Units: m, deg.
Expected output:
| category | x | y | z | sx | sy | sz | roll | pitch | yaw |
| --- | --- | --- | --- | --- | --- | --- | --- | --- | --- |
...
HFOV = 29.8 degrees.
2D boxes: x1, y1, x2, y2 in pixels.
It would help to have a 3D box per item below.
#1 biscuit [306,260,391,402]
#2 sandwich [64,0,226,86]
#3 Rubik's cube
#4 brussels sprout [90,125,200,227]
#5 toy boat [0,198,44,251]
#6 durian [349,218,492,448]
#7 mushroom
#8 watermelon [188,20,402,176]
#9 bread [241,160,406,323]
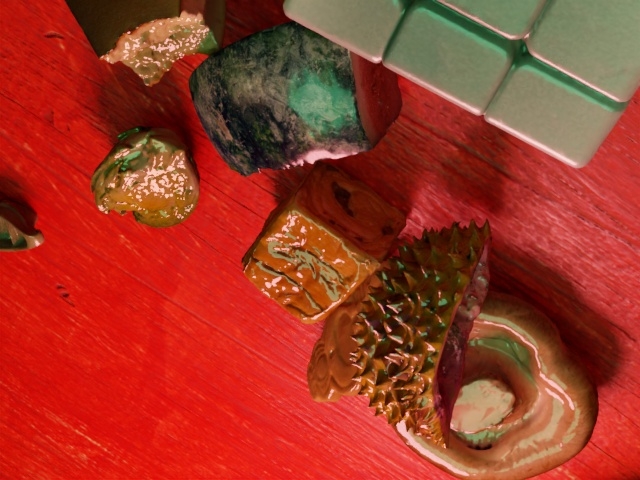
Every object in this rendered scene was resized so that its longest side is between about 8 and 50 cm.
| category | x | y | z | sx | sy | sz | roll | pitch | yaw |
| --- | --- | --- | --- | --- | --- | --- | --- | --- | --- |
| biscuit | 0.044 | 0.129 | 1.588 | 0.040 | 0.144 | 0.236 | 20 | 132 | -25 |
| sandwich | -0.223 | -0.276 | 1.368 | 0.220 | 0.186 | 0.108 | -3 | 165 | 26 |
| Rubik's cube | 0.197 | -0.319 | 1.078 | 0.316 | 0.319 | 0.322 | 28 | 131 | 3 |
| brussels sprout | -0.220 | -0.085 | 1.577 | 0.139 | 0.100 | 0.181 | 28 | 129 | -10 |
| toy boat | -0.471 | -0.019 | 1.747 | 0.185 | 0.071 | 0.089 | 2 | 123 | 22 |
| durian | 0.126 | 0.093 | 1.412 | 0.154 | 0.260 | 0.186 | 15 | 163 | -6 |
| mushroom | 0.217 | 0.189 | 1.542 | 0.278 | 0.146 | 0.278 | 3 | 107 | 10 |
| watermelon | -0.021 | -0.150 | 1.388 | 0.318 | 0.226 | 0.148 | -17 | 85 | 60 |
| bread | 0.000 | 0.000 | 1.500 | 0.149 | 0.158 | 0.143 | 41 | 129 | 0 |
